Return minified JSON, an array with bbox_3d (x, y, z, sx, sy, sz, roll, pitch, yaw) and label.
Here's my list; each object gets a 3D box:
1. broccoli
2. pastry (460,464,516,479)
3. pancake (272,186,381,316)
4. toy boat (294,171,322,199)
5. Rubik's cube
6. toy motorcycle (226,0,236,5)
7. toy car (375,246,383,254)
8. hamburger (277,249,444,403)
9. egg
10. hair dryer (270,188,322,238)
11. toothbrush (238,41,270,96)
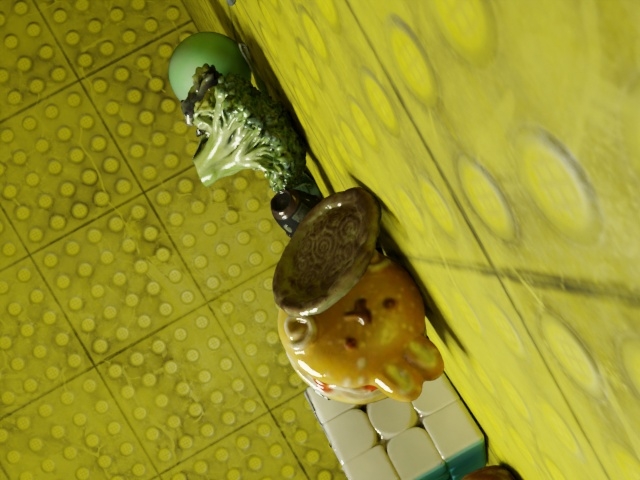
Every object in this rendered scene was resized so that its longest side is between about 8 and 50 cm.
[{"bbox_3d":[-0.176,-0.261,1.438,0.334,0.272,0.323,-131,32,-62],"label":"broccoli"},{"bbox_3d":[0.358,0.586,1.138,0.356,0.164,0.356,62,175,10],"label":"pastry"},{"bbox_3d":[0.009,0.013,1.011,0.031,0.250,0.250,33,-169,-29],"label":"pancake"},{"bbox_3d":[-0.071,-0.158,1.834,0.141,0.092,0.319,64,177,-22],"label":"toy boat"},{"bbox_3d":[0.177,0.431,1.390,0.291,0.292,0.290,58,175,34],"label":"Rubik's cube"},{"bbox_3d":[-0.195,-0.498,1.060,0.124,0.061,0.193,53,-168,-53],"label":"toy motorcycle"},{"bbox_3d":[0.070,-0.004,1.198,0.080,0.070,0.170,58,175,32],"label":"toy car"},{"bbox_3d":[0.069,0.158,1.055,0.302,0.261,0.186,55,171,23],"label":"hamburger"},{"bbox_3d":[-0.297,-0.450,1.645,0.220,0.220,0.269,62,172,-29],"label":"egg"},{"bbox_3d":[0.058,0.020,1.399,0.359,0.120,0.304,38,180,43],"label":"hair dryer"},{"bbox_3d":[-0.155,-0.408,1.591,0.026,0.022,0.263,42,166,39],"label":"toothbrush"}]
